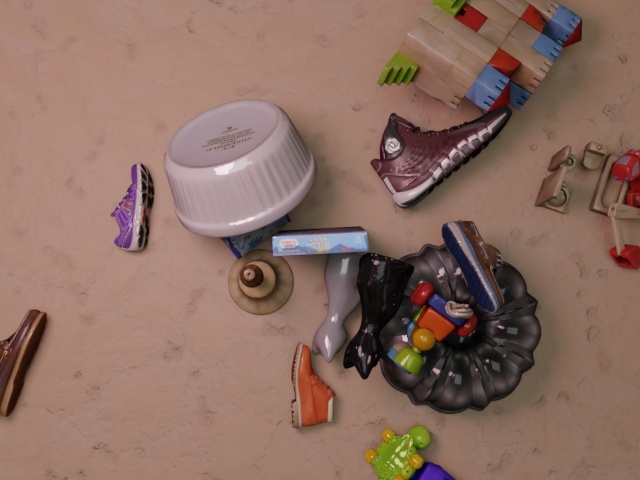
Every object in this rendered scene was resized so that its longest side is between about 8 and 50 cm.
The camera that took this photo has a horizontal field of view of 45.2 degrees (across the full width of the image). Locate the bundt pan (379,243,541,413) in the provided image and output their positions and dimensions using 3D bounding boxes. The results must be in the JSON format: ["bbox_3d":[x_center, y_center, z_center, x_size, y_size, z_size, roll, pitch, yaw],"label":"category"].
[{"bbox_3d":[0.253,0.156,1.402,0.330,0.124,0.331,0,83,0],"label":"bundt pan"}]

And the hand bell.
[{"bbox_3d":[-0.117,0.067,1.354,0.126,0.242,0.126,0,84,1],"label":"hand bell"}]

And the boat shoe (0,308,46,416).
[{"bbox_3d":[-0.577,0.220,1.425,0.073,0.073,0.207,21,84,1],"label":"boat shoe"}]

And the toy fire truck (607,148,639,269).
[{"bbox_3d":[0.580,-0.059,1.434,0.135,0.047,0.192,-35,109,-17],"label":"toy fire truck"}]

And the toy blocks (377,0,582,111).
[{"bbox_3d":[0.316,-0.359,1.414,0.261,0.191,0.381,35,60,3],"label":"toy blocks"}]

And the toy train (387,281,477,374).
[{"bbox_3d":[0.170,0.151,1.219,0.105,0.248,0.143,36,90,4],"label":"toy train"}]

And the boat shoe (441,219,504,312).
[{"bbox_3d":[0.277,0.037,1.323,0.066,0.066,0.183,-17,64,-14],"label":"boat shoe"}]

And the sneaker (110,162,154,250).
[{"bbox_3d":[-0.362,-0.066,1.461,0.071,0.068,0.170,6,84,7],"label":"sneaker"}]

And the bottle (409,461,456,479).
[{"bbox_3d":[0.270,0.526,1.374,0.283,0.092,0.118,39,82,4],"label":"bottle"}]

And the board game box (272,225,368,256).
[{"bbox_3d":[0.000,0.000,1.375,0.160,0.211,0.039,-3,94,0],"label":"board game box"}]

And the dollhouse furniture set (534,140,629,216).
[{"bbox_3d":[0.508,-0.115,1.428,0.151,0.123,0.144,20,84,3],"label":"dollhouse furniture set"}]

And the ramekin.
[{"bbox_3d":[-0.151,-0.141,1.361,0.273,0.273,0.127,-21,128,-2],"label":"ramekin"}]

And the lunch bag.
[{"bbox_3d":[-0.150,-0.061,1.441,0.129,0.096,0.151,-37,55,-9],"label":"lunch bag"}]

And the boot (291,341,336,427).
[{"bbox_3d":[-0.014,0.266,1.427,0.084,0.059,0.158,-2,92,-3],"label":"boot"}]

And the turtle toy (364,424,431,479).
[{"bbox_3d":[0.150,0.391,1.402,0.130,0.066,0.095,-49,56,-4],"label":"turtle toy"}]

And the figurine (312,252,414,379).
[{"bbox_3d":[0.059,0.128,1.378,0.092,0.215,0.209,18,84,-26],"label":"figurine"}]

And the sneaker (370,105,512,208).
[{"bbox_3d":[0.214,-0.203,1.453,0.281,0.106,0.162,-39,82,-3],"label":"sneaker"}]
